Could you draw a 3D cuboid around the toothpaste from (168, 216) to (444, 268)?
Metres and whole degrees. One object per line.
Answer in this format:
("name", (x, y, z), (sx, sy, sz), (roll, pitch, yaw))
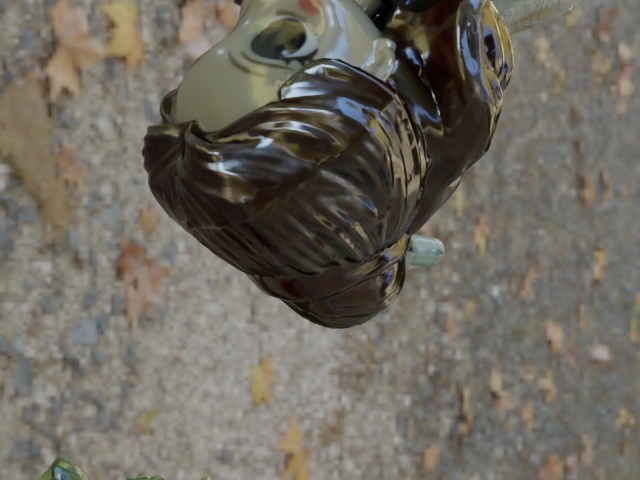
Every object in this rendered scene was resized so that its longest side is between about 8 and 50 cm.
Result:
("toothpaste", (0.000, 0.000, 0.995), (0.216, 0.062, 0.037), (6, 98, -37))

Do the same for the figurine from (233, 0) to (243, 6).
("figurine", (0.023, -0.252, 1.010), (0.145, 0.145, 0.222), (61, 31, -48))

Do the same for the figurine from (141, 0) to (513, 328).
("figurine", (0.043, -0.125, 0.589), (0.315, 0.187, 0.168), (-54, 148, -15))

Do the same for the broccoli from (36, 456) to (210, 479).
("broccoli", (-0.109, 0.244, 0.981), (0.243, 0.247, 0.263), (48, 48, -15))

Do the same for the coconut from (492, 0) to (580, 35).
("coconut", (0.128, -0.286, 1.248), (0.247, 0.244, 0.245), (-85, 168, -72))
